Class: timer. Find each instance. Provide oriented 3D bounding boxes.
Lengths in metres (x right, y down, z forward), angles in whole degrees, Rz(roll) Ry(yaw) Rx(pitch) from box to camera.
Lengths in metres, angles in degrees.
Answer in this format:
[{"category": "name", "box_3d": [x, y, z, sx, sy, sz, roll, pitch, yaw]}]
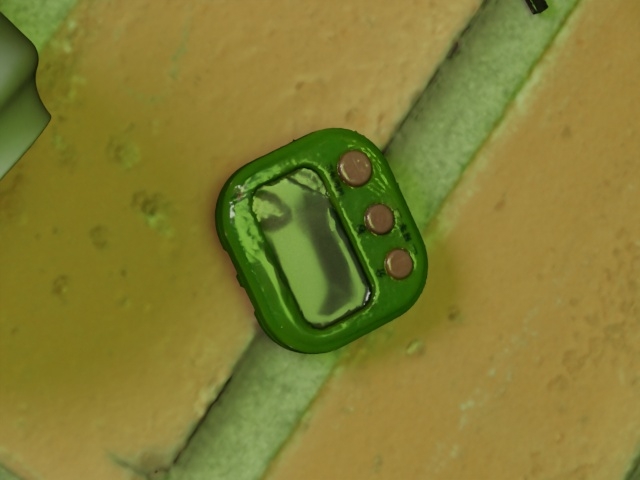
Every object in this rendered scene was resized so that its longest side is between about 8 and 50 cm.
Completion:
[{"category": "timer", "box_3d": [0.000, 0.000, 1.339, 0.128, 0.047, 0.140, -27, 96, -19]}]

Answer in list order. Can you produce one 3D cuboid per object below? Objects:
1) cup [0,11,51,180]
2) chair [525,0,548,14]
[{"category": "cup", "box_3d": [-0.309, -0.140, 1.112, 0.327, 0.237, 0.323, 44, 119, -10]}, {"category": "chair", "box_3d": [0.150, -0.277, 1.384, 0.101, 0.084, 0.212, -34, 98, -21]}]
